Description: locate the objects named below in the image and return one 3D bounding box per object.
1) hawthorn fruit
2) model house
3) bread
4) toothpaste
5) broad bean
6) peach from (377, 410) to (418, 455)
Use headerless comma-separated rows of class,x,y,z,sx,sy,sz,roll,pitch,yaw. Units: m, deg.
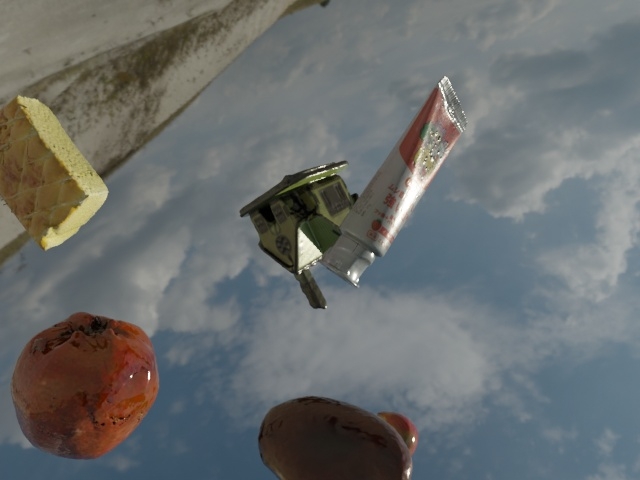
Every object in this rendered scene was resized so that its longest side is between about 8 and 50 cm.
hawthorn fruit,-0.374,0.251,0.769,0.211,0.299,0.211,19,-154,-10
model house,0.000,0.000,1.033,0.218,0.279,0.204,-28,179,44
bread,-0.402,-0.098,0.692,0.125,0.188,0.068,-39,174,20
toothpaste,0.084,-0.059,0.527,0.057,0.089,0.234,30,-96,39
broad bean,0.011,0.217,0.494,0.165,0.085,0.114,12,-165,15
peach,0.221,0.555,1.368,0.118,0.151,0.151,-11,-153,-9
